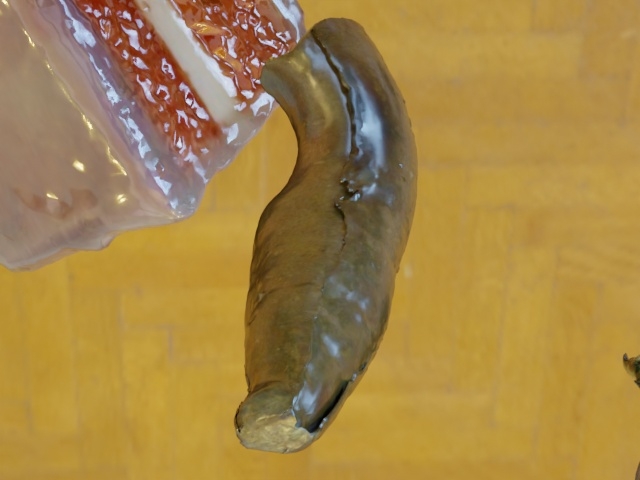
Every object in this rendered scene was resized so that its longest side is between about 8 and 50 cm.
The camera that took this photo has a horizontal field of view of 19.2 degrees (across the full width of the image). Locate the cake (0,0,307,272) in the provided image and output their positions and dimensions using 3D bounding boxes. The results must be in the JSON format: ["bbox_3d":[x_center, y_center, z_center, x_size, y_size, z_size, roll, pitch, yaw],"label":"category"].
[{"bbox_3d":[-0.192,-0.165,1.402,0.230,0.237,0.309,-13,117,40],"label":"cake"}]

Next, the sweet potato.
[{"bbox_3d":[-0.006,0.002,0.995,0.085,0.285,0.112,-15,131,31],"label":"sweet potato"}]

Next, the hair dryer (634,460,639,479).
[{"bbox_3d":[0.192,0.085,0.947,0.063,0.114,0.037,4,168,-19],"label":"hair dryer"}]

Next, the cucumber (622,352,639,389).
[{"bbox_3d":[0.376,0.073,1.339,0.325,0.145,0.105,-20,93,13],"label":"cucumber"}]
